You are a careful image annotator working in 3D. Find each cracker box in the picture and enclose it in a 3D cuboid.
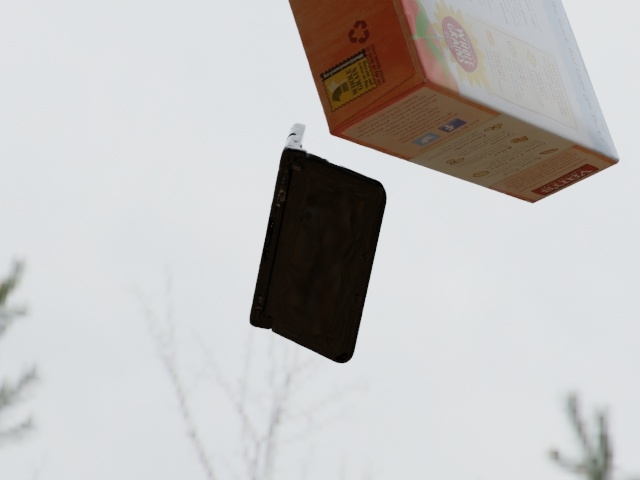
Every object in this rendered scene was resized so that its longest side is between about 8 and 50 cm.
[{"bbox_3d":[0.068,-0.117,1.075,0.067,0.156,0.232,-28,-22,27],"label":"cracker box"}]

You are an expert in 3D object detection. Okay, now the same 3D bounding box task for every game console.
[{"bbox_3d":[0.000,0.000,1.239,0.071,0.107,0.122,12,-72,0],"label":"game console"}]
